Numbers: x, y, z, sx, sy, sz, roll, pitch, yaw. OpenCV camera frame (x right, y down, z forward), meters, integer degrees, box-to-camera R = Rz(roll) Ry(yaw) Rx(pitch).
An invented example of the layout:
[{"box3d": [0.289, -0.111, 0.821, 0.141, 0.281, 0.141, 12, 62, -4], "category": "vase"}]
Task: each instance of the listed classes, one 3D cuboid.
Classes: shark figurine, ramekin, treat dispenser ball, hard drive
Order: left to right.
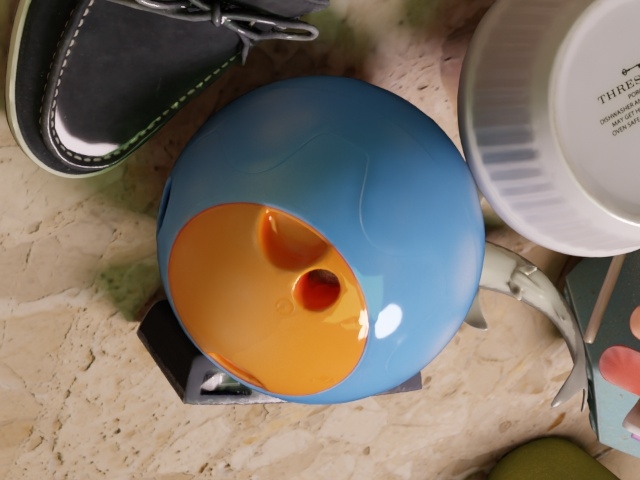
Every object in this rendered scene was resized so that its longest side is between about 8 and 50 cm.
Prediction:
[{"box3d": [-0.039, 0.102, 1.434, 0.254, 0.172, 0.054, -1, 113, -25], "category": "hard drive"}, {"box3d": [0.000, 0.000, 1.259, 0.288, 0.288, 0.288, -13, 135, -13], "category": "treat dispenser ball"}, {"box3d": [0.194, 0.054, 1.521, 0.166, 0.278, 0.116, -59, 175, -4], "category": "shark figurine"}, {"box3d": [0.264, -0.117, 1.245, 0.272, 0.127, 0.273, -1, 94, -18], "category": "ramekin"}]

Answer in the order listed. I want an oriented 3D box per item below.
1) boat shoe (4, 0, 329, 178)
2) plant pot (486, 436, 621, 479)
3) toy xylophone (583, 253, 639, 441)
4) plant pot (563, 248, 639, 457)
[{"box3d": [-0.081, -0.223, 1.108, 0.186, 0.156, 0.500, 22, 120, -41], "category": "boat shoe"}, {"box3d": [0.323, 0.399, 1.790, 0.274, 0.293, 0.275, -14, 136, -14], "category": "plant pot"}, {"box3d": [0.385, 0.060, 1.415, 0.081, 0.236, 0.323, 2, 103, -68], "category": "toy xylophone"}, {"box3d": [0.412, 0.110, 1.608, 0.252, 0.248, 0.247, -12, 137, 5], "category": "plant pot"}]
